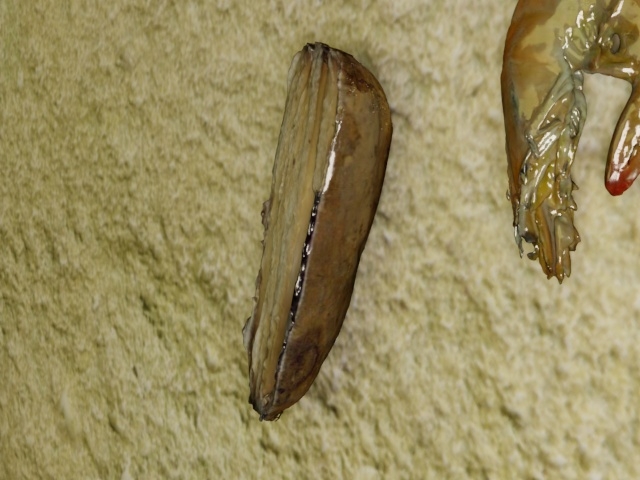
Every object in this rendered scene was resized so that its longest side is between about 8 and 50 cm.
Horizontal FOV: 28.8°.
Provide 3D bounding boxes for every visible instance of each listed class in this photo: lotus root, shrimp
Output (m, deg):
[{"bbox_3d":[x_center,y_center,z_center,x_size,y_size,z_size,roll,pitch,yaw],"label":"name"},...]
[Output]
[{"bbox_3d":[0.000,0.001,1.051,0.167,0.078,0.329,-123,43,-68],"label":"lotus root"},{"bbox_3d":[0.181,-0.086,0.843,0.133,0.053,0.236,6,90,33],"label":"shrimp"}]
